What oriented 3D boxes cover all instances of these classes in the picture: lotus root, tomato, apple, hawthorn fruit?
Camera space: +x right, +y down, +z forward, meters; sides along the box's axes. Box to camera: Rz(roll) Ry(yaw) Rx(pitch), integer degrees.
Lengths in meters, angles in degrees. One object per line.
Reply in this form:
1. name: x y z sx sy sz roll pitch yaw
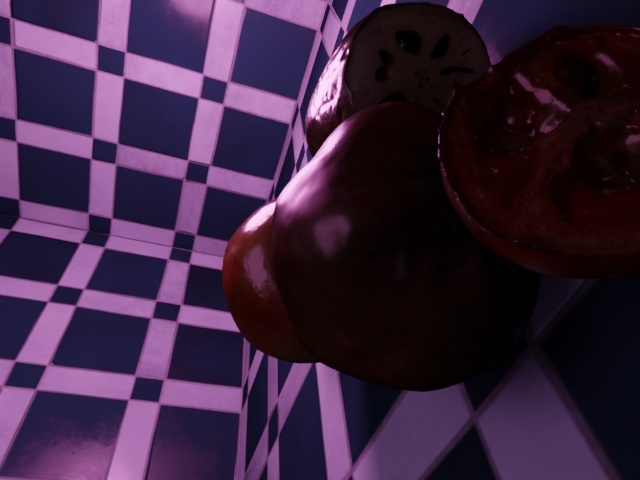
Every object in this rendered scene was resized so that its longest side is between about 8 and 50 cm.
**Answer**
1. lotus root: 0.099 -0.206 0.760 0.346 0.250 0.250 141 139 -77
2. tomato: 0.210 -0.062 0.359 0.101 0.228 0.228 55 -146 -55
3. apple: -0.023 0.062 0.852 0.277 0.319 0.319 137 143 -59
4. hawthorn fruit: 0.075 0.019 0.528 0.325 0.308 0.308 -40 34 30
